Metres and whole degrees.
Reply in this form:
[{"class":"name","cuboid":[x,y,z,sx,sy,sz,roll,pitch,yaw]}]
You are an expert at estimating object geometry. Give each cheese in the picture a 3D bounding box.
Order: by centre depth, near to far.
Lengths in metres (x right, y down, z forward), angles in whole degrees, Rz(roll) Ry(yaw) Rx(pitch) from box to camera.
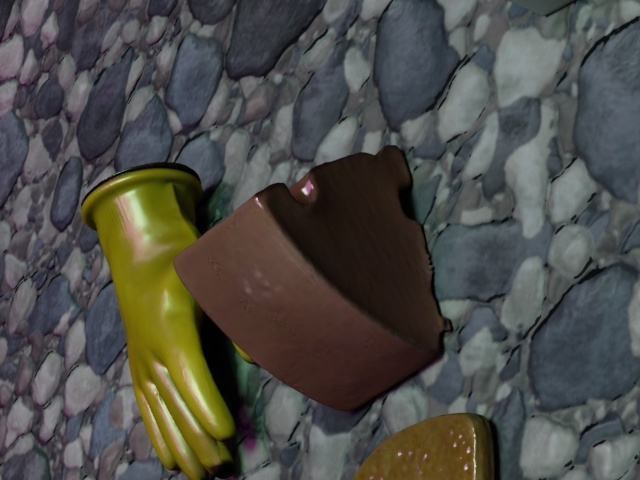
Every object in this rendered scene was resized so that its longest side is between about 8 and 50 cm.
[{"class":"cheese","cuboid":[-0.014,0.009,1.281,0.128,0.177,0.203,-34,53,37]}]

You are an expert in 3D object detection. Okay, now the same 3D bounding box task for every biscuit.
[{"class":"biscuit","cuboid":[0.066,0.225,1.223,0.142,0.029,0.221,30,99,49]}]

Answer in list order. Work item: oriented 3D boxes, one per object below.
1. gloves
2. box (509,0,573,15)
[{"class":"gloves","cuboid":[-0.131,0.085,1.470,0.133,0.116,0.294,119,139,-57]},{"class":"box","cuboid":[0.216,-0.262,1.157,0.269,0.135,0.079,-26,61,42]}]
